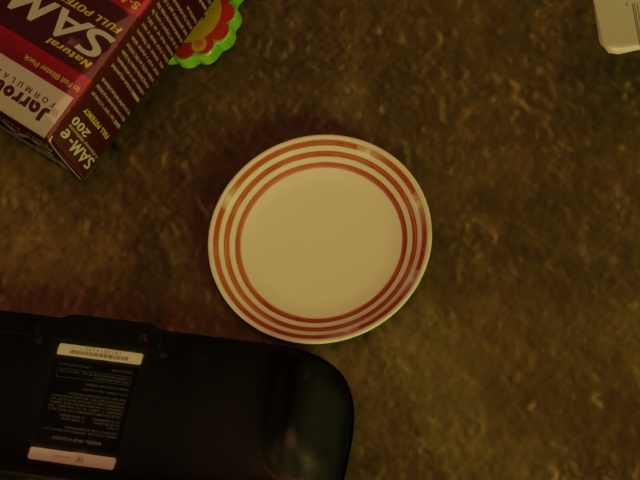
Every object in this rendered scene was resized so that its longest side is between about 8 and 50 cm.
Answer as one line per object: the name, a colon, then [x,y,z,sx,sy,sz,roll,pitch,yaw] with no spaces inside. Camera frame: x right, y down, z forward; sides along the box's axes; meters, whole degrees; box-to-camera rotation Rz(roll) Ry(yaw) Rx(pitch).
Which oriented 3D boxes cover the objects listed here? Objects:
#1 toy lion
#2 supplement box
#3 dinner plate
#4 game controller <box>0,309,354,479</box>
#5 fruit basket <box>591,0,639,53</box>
toy lion: [-0.088,-0.167,1.242,0.096,0.034,0.100,-44,67,-2]
supplement box: [-0.143,-0.175,1.196,0.130,0.073,0.239,31,80,19]
dinner plate: [0.000,0.000,1.162,0.141,0.017,0.141,-4,66,8]
game controller: [-0.143,0.124,1.117,0.319,0.067,0.166,7,54,11]
fruit basket: [0.325,-0.279,1.150,0.353,0.165,0.327,-8,66,4]
